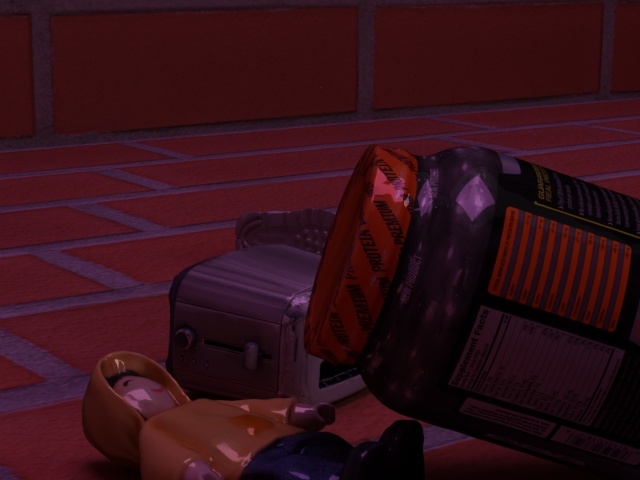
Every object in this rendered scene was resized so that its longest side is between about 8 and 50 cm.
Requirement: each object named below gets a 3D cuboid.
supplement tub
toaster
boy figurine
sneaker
[{"bbox_3d":[0.171,0.056,1.061,0.338,0.207,0.207,18,10,-7],"label":"supplement tub"},{"bbox_3d":[-0.026,0.079,1.333,0.146,0.129,0.227,13,15,33],"label":"toaster"},{"bbox_3d":[-0.060,0.150,1.080,0.285,0.092,0.177,13,20,35],"label":"boy figurine"},{"bbox_3d":[0.000,0.000,1.818,0.235,0.090,0.094,14,8,42],"label":"sneaker"}]
